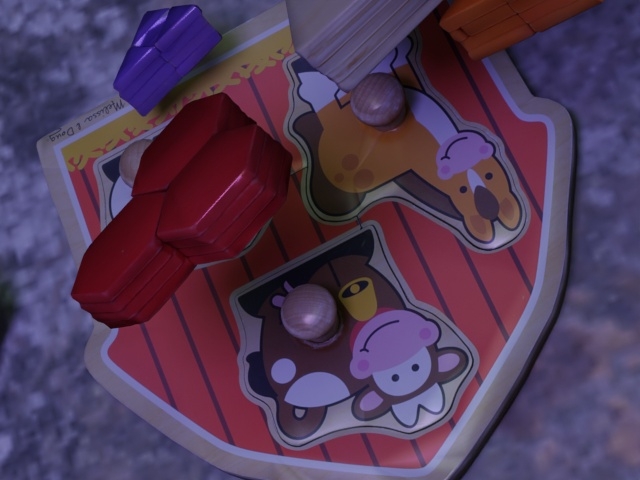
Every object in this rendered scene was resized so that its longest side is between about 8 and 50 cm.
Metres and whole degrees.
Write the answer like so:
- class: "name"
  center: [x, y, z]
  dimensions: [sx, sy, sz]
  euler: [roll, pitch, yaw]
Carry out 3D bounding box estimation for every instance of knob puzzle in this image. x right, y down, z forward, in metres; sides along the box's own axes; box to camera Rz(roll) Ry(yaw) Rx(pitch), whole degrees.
- class: "knob puzzle"
  center: [0.000, 0.000, 0.632]
  dimensions: [0.213, 0.030, 0.213]
  euler: [-6, 68, 16]

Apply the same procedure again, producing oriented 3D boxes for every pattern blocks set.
- class: "pattern blocks set"
  center: [0.050, -0.131, 0.581]
  dimensions: [0.325, 0.026, 0.285]
  euler: [-37, 28, 25]
